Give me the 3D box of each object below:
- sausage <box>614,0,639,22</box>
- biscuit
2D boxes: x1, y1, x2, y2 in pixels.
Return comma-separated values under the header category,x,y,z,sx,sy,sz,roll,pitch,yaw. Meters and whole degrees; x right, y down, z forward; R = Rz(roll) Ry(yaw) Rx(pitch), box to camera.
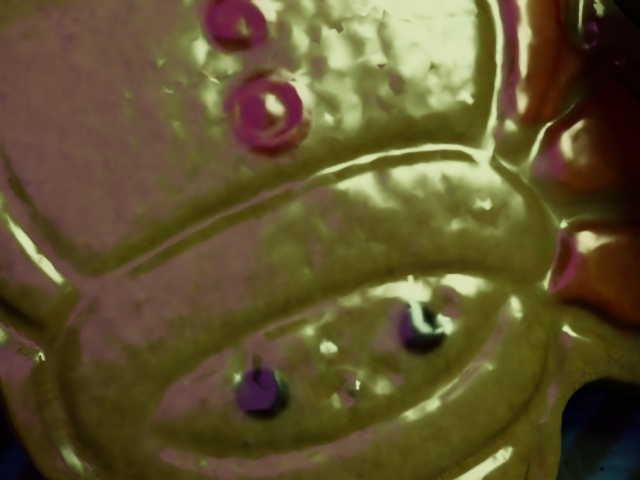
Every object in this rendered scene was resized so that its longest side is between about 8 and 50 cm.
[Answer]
category,x,y,z,sx,sy,sz,roll,pitch,yaw
sausage,0.269,-0.319,0.667,0.123,0.136,0.501,13,69,54
biscuit,0.000,0.000,0.590,0.359,0.074,0.381,-19,84,-7
